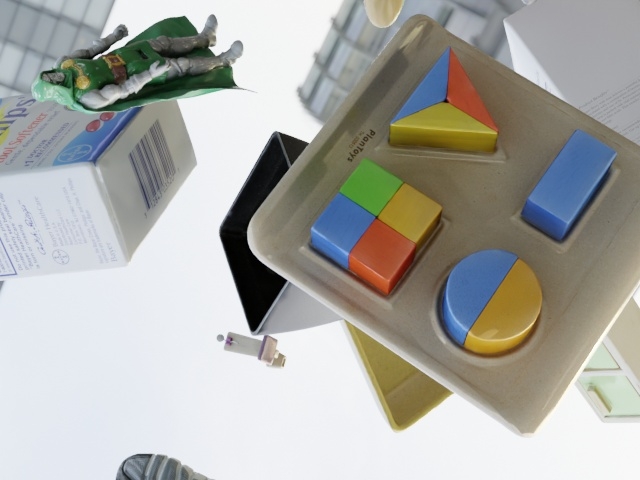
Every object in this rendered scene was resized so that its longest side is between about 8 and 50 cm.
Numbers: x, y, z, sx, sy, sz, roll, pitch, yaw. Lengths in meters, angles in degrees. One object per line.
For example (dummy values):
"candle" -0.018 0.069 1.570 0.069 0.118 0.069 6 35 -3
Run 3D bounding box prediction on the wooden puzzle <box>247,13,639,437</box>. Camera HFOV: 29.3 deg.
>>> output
"wooden puzzle" 0.153 -0.031 1.204 0.347 0.322 0.080 35 163 8

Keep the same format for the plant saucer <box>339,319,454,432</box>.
"plant saucer" 0.134 0.073 1.863 0.332 0.081 0.333 -30 -79 -37

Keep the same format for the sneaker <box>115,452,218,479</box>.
"sneaker" -0.138 0.332 1.527 0.228 0.086 0.132 14 168 24

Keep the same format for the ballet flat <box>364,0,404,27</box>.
"ballet flat" 0.095 -0.438 1.827 0.080 0.232 0.073 9 180 32

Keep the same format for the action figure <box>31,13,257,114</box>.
"action figure" -0.189 -0.176 1.244 0.232 0.063 0.137 -23 -125 -37

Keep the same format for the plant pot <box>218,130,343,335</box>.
"plant pot" 0.000 0.000 1.548 0.166 0.187 0.188 8 -137 -30

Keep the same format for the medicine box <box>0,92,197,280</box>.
"medicine box" -0.347 -0.082 1.591 0.289 0.149 0.263 -5 -150 19

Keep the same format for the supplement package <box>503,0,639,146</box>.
"supplement package" 0.421 -0.220 1.775 0.293 0.177 0.175 61 -178 26

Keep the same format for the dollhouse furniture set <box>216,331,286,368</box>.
"dollhouse furniture set" -0.086 0.106 1.651 0.081 0.114 0.091 11 170 21

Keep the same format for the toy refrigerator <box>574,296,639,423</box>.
"toy refrigerator" 0.362 0.126 1.605 0.269 0.102 0.094 51 -128 -27

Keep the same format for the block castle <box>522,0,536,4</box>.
"block castle" 0.083 -0.446 1.608 0.453 0.213 0.303 3 -164 -23
